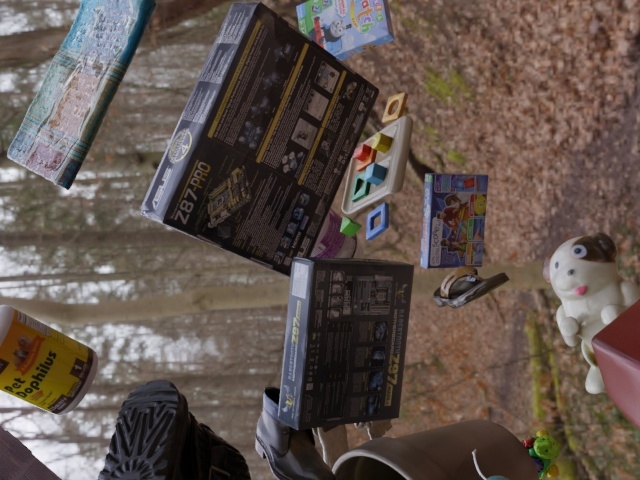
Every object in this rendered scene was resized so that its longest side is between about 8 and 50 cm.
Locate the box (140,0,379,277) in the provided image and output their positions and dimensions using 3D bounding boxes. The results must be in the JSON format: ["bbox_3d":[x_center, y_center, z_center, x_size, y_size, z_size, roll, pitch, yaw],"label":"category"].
[{"bbox_3d":[-0.092,-0.162,1.296,0.318,0.097,0.395,25,-93,-42],"label":"box"}]

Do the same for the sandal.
[{"bbox_3d":[0.246,0.073,1.274,0.060,0.090,0.219,62,169,-1],"label":"sandal"}]

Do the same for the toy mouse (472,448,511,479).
[{"bbox_3d":[0.165,0.291,0.799,0.031,0.161,0.143,59,-146,-50],"label":"toy mouse"}]

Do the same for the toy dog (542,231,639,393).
[{"bbox_3d":[0.839,0.173,2.169,0.408,0.284,0.395,53,-133,-10],"label":"toy dog"}]

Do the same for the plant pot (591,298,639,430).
[{"bbox_3d":[0.745,0.265,1.572,0.235,0.267,0.267,28,148,60],"label":"plant pot"}]

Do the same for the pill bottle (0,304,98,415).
[{"bbox_3d":[-0.462,0.177,1.136,0.215,0.117,0.117,36,-144,-30],"label":"pill bottle"}]

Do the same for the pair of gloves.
[{"bbox_3d":[0.075,0.416,1.782,0.042,0.240,0.204,-2,106,54],"label":"pair of gloves"}]

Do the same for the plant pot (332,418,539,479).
[{"bbox_3d":[0.222,0.456,1.279,0.323,0.280,0.323,26,125,44],"label":"plant pot"}]

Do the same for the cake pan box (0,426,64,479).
[{"bbox_3d":[-0.573,0.422,1.226,0.267,0.070,0.246,45,-159,-11],"label":"cake pan box"}]

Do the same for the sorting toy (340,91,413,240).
[{"bbox_3d":[0.110,-0.164,1.569,0.196,0.047,0.348,-22,51,55],"label":"sorting toy"}]

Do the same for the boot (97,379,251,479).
[{"bbox_3d":[-0.210,0.403,1.053,0.260,0.131,0.348,65,-152,-42],"label":"boot"}]

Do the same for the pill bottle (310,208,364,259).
[{"bbox_3d":[0.000,0.000,1.956,0.301,0.169,0.169,39,-136,-55],"label":"pill bottle"}]

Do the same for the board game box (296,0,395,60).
[{"bbox_3d":[0.053,-0.487,1.649,0.039,0.211,0.160,19,-121,-60],"label":"board game box"}]

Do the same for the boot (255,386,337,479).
[{"bbox_3d":[-0.045,0.317,1.183,0.219,0.082,0.106,17,110,55],"label":"boot"}]

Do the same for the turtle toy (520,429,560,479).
[{"bbox_3d":[0.416,0.413,1.423,0.130,0.066,0.095,127,145,-46],"label":"turtle toy"}]

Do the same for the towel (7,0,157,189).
[{"bbox_3d":[-0.439,-0.290,1.338,0.040,0.271,0.370,27,-94,-44],"label":"towel"}]

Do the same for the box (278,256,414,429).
[{"bbox_3d":[0.039,0.142,1.049,0.059,0.183,0.233,11,97,56],"label":"box"}]

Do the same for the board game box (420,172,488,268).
[{"bbox_3d":[0.286,-0.042,1.579,0.035,0.136,0.201,-154,65,-69],"label":"board game box"}]
